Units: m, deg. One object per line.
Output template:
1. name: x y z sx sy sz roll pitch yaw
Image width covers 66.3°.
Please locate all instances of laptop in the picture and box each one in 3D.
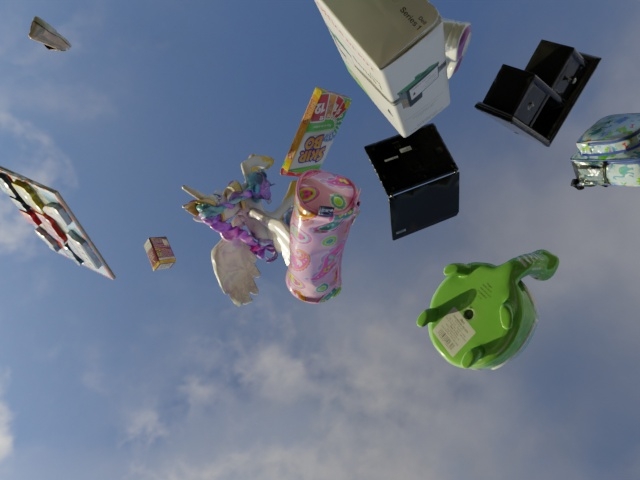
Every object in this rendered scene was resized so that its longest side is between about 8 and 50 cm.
1. laptop: 0.275 -0.175 1.457 0.234 0.136 0.264 -21 -105 -12

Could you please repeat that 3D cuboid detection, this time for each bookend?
1. bookend: 0.346 -0.249 0.777 0.072 0.156 0.157 40 -69 40

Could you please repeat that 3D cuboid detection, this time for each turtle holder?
1. turtle holder: 0.413 0.158 1.194 0.243 0.227 0.321 14 -92 50

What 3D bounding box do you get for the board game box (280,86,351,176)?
1. board game box: -0.015 -0.285 1.353 0.039 0.124 0.260 45 -61 31

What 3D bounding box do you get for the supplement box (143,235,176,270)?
1. supplement box: -0.441 0.035 1.346 0.043 0.055 0.083 -41 -113 36

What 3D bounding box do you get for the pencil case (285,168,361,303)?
1. pencil case: 0.000 0.000 0.931 0.124 0.284 0.124 5 -132 -5

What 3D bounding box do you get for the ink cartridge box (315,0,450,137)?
1. ink cartridge box: 0.087 -0.257 0.655 0.092 0.219 0.160 -38 -108 9

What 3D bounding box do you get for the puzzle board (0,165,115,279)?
1. puzzle board: -0.264 -0.015 0.485 0.096 0.128 0.011 21 -124 22

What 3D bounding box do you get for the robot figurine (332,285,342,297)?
1. robot figurine: 0.010 0.111 1.296 0.101 0.115 0.067 -57 -140 2

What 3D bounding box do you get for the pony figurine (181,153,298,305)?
1. pony figurine: -0.162 -0.042 1.250 0.302 0.363 0.351 -23 -75 33

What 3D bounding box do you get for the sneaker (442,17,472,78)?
1. sneaker: 0.298 -0.502 1.248 0.152 0.305 0.114 21 -82 9

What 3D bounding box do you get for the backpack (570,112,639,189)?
1. backpack: 0.418 -0.122 0.672 0.105 0.084 0.114 -37 -152 -19

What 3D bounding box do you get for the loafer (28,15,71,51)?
1. loafer: -0.497 -0.368 0.894 0.045 0.125 0.039 34 -91 -9
